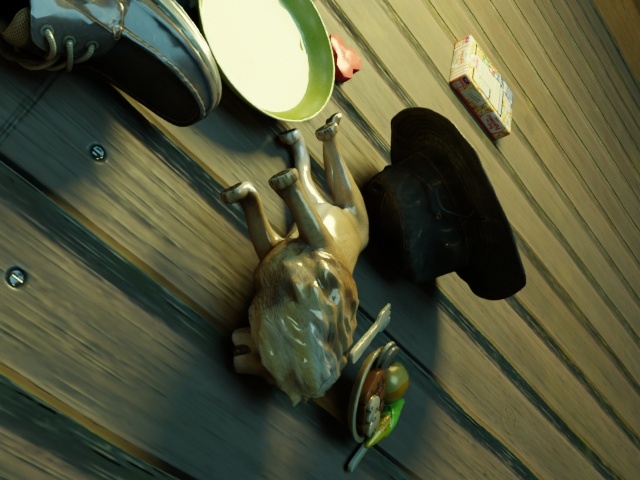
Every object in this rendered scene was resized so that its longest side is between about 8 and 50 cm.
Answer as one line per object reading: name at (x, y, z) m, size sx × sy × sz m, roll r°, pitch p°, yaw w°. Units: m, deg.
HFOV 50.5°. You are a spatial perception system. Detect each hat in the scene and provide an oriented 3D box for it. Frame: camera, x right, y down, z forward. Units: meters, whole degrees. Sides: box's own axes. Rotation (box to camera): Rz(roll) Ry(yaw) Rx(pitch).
hat at (0.154, -0.025, 1.014) m, size 0.134 × 0.331 × 0.331 m, roll -31°, pitch 101°, yaw -13°

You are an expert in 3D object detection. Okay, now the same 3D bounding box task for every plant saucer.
plant saucer at (-0.075, -0.268, 0.911) m, size 0.241 × 0.037 × 0.240 m, roll 17°, pitch 66°, yaw -43°

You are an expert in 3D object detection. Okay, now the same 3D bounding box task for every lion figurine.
lion figurine at (0.000, 0.000, 0.840) m, size 0.240 × 0.142 × 0.392 m, roll 64°, pitch 33°, yaw -19°

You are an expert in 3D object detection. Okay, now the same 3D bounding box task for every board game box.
board game box at (0.365, -0.342, 1.523) m, size 0.193 × 0.045 × 0.146 m, roll 43°, pitch 45°, yaw -30°

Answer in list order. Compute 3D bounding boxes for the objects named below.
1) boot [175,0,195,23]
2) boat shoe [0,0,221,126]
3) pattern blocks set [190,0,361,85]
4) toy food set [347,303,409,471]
boot at (-0.196, -0.265, 0.794) m, size 0.121 × 0.045 × 0.099 m, roll 23°, pitch 59°, yaw -52°
boat shoe at (-0.257, -0.219, 0.649) m, size 0.355 × 0.132 × 0.130 m, roll 38°, pitch 56°, yaw -22°
pattern blocks set at (-0.062, -0.322, 1.002) m, size 0.285 × 0.026 × 0.325 m, roll 59°, pitch 39°, yaw -13°
toy food set at (0.075, 0.190, 0.845) m, size 0.132 × 0.039 × 0.191 m, roll -42°, pitch 138°, yaw -51°
